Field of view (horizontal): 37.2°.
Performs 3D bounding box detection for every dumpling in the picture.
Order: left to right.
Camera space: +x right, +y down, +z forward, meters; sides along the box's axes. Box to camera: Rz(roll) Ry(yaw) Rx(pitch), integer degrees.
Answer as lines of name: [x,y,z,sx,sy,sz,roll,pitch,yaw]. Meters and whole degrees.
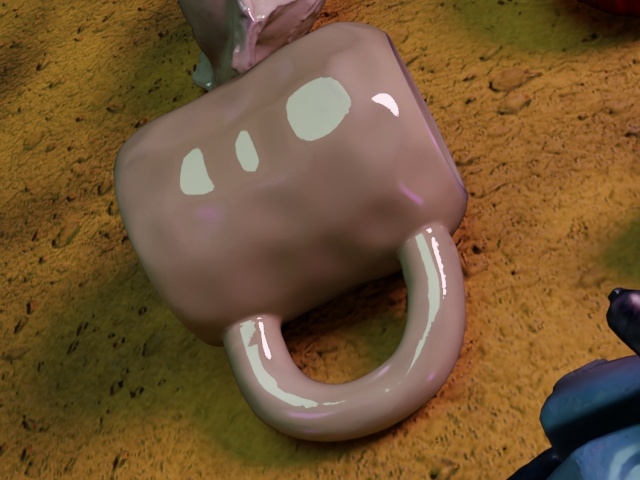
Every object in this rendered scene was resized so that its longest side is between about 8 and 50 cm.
dumpling: [-0.075,-0.236,0.919,0.193,0.147,0.258,131,147,-53]

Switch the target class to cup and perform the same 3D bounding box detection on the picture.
cup: [-0.010,-0.014,0.630,0.202,0.173,0.255,-26,41,12]

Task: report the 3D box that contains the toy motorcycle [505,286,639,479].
toy motorcycle: [0.103,0.131,0.373,0.416,0.232,0.172,-23,45,15]

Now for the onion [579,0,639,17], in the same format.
onion: [0.263,-0.290,0.721,0.248,0.161,0.248,-1,77,3]
